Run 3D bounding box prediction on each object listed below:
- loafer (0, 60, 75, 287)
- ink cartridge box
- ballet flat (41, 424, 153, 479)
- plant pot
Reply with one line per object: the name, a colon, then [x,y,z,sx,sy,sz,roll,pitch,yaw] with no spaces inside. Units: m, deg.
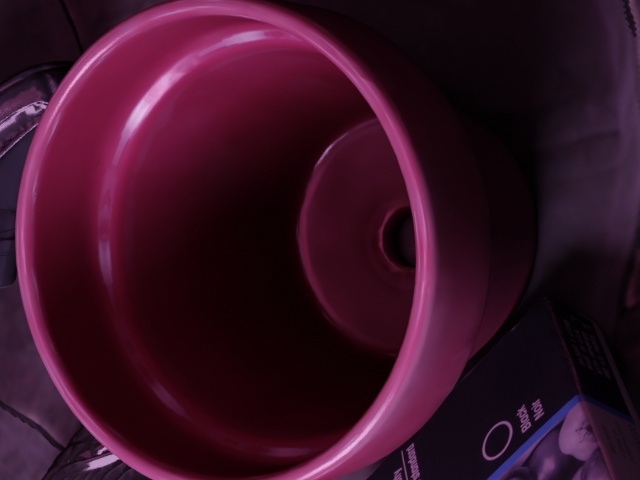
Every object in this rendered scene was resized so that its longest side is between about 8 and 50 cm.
loafer: [-0.186,-0.010,0.871,0.223,0.076,0.078,-44,71,30]
ink cartridge box: [0.064,0.158,0.671,0.208,0.045,0.206,-51,26,23]
ballet flat: [-0.098,0.100,0.845,0.057,0.049,0.173,30,114,-20]
plant pot: [0.000,0.000,0.695,0.201,0.180,0.201,1,92,30]
